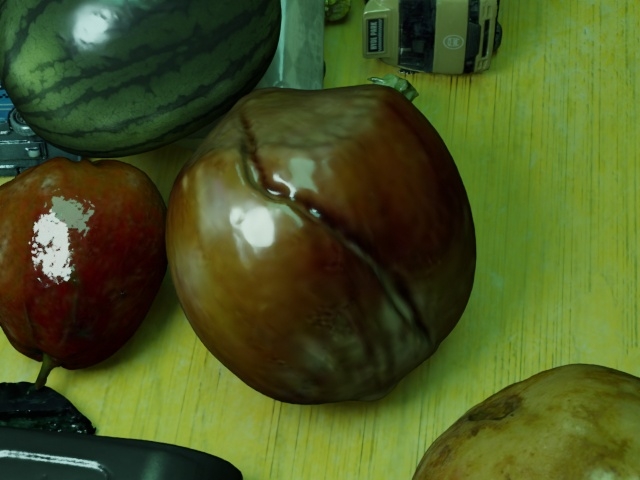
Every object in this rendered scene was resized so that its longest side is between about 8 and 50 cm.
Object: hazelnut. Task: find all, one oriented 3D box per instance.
[{"bbox_3d":[0.000,0.000,1.451,0.372,0.315,0.373,2,83,-15],"label":"hazelnut"}]

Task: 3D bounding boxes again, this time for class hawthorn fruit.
[{"bbox_3d":[-0.278,0.039,1.474,0.224,0.224,0.261,3,75,0],"label":"hawthorn fruit"}]

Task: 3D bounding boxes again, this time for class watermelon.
[{"bbox_3d":[-0.197,-0.250,1.500,0.359,0.279,0.279,-28,62,-13],"label":"watermelon"}]

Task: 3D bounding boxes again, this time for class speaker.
[{"bbox_3d":[-0.285,0.253,1.323,0.388,0.184,0.180,6,51,5],"label":"speaker"}]

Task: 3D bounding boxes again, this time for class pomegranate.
[{"bbox_3d":[0.246,0.296,1.275,0.338,0.338,0.338,1,57,-2],"label":"pomegranate"}]

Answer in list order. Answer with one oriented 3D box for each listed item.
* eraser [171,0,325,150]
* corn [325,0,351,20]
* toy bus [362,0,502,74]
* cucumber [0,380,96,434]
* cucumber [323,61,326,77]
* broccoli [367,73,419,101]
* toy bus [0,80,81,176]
[{"bbox_3d":[-0.102,-0.315,1.684,0.213,0.082,0.397,1,80,7],"label":"eraser"},{"bbox_3d":[-0.001,-0.394,1.840,0.067,0.067,0.206,-10,58,-9],"label":"corn"},{"bbox_3d":[0.139,-0.399,1.790,0.201,0.177,0.365,-6,54,-2],"label":"toy bus"},{"bbox_3d":[-0.361,0.186,1.466,0.220,0.046,0.070,-1,50,-5],"label":"cucumber"},{"bbox_3d":[-0.101,-0.270,1.754,0.241,0.074,0.074,24,59,11],"label":"cucumber"},{"bbox_3d":[0.064,-0.140,1.639,0.145,0.162,0.138,36,84,-12],"label":"broccoli"},{"bbox_3d":[-0.423,-0.149,1.636,0.246,0.113,0.134,-2,53,-6],"label":"toy bus"}]
